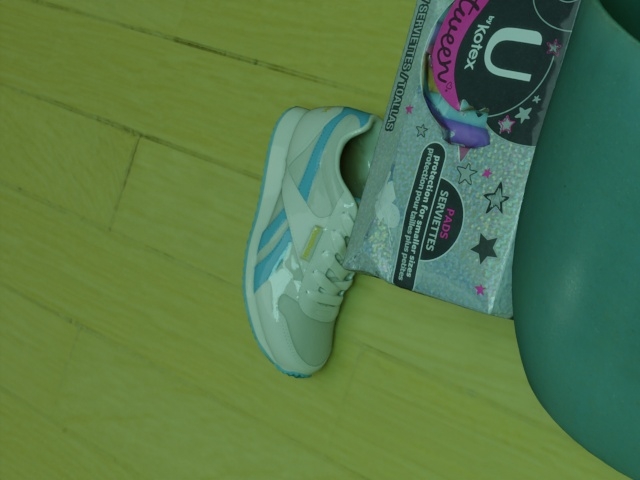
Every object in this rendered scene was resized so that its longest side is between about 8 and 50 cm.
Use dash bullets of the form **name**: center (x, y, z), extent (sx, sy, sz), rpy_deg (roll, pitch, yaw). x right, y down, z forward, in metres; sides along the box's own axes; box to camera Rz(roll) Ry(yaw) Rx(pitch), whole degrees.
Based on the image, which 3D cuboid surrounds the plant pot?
- **plant pot**: center (0.244, 0.011, 0.768), extent (0.293, 0.293, 0.235), rpy_deg (43, 123, 37)

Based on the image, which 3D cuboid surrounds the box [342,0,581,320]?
- **box**: center (0.144, -0.070, 0.935), extent (0.142, 0.163, 0.247), rpy_deg (16, 92, 42)

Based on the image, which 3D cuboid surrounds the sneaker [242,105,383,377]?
- **sneaker**: center (0.000, 0.000, 1.092), extent (0.092, 0.087, 0.228), rpy_deg (2, 84, 38)
